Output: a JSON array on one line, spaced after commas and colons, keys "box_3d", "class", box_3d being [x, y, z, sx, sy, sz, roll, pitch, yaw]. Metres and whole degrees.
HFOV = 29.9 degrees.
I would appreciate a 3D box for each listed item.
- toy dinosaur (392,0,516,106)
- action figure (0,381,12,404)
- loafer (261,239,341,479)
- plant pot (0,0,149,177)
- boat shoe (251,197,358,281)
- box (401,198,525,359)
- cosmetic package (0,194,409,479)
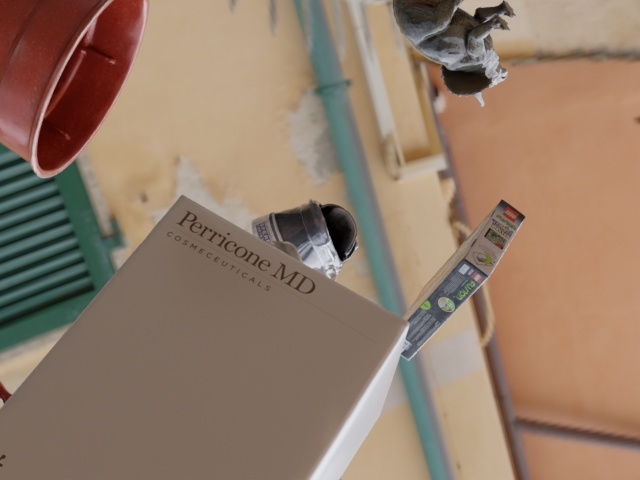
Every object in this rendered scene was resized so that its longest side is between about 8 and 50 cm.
[{"box_3d": [0.186, -0.325, 1.796, 0.160, 0.313, 0.121, -41, -156, 31], "class": "toy dinosaur"}, {"box_3d": [-0.305, 0.157, 0.993, 0.139, 0.091, 0.280, 30, 177, 9], "class": "action figure"}, {"box_3d": [-0.021, 0.154, 1.092, 0.111, 0.319, 0.112, -14, -179, -37], "class": "loafer"}, {"box_3d": [-0.397, -0.260, 1.497, 0.265, 0.272, 0.272, 29, -152, 3], "class": "plant pot"}, {"box_3d": [0.000, 0.000, 1.513, 0.102, 0.108, 0.301, -24, 168, 8], "class": "boat shoe"}, {"box_3d": [0.157, 0.049, 1.412, 0.114, 0.036, 0.207, -52, 178, -39], "class": "box"}, {"box_3d": [-0.116, 0.173, 0.781, 0.197, 0.155, 0.365, 28, -121, 11], "class": "cosmetic package"}]
